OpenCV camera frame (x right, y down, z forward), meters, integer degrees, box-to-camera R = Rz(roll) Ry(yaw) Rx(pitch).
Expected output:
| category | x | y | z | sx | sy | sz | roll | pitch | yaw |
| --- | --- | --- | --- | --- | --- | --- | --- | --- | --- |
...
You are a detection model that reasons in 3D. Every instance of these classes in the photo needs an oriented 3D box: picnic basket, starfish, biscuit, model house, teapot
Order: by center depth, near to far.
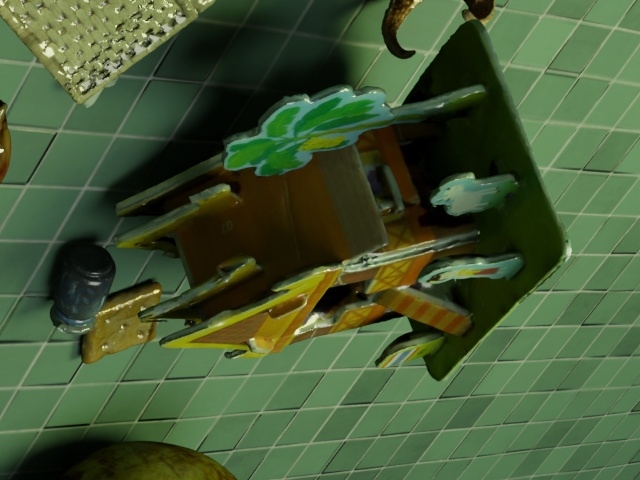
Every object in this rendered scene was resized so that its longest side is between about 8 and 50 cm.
| category | x | y | z | sx | sy | sz | roll | pitch | yaw |
| --- | --- | --- | --- | --- | --- | --- | --- | --- | --- |
| picnic basket | -0.171 | -0.223 | 1.231 | 0.154 | 0.134 | 0.196 | -34 | 149 | 0 |
| model house | 0.000 | 0.000 | 1.541 | 0.312 | 0.243 | 0.358 | -15 | 164 | -23 |
| starfish | 0.113 | -0.251 | 1.546 | 0.146 | 0.074 | 0.190 | -14 | 141 | -33 |
| teapot | -0.215 | 0.038 | 1.625 | 0.049 | 0.064 | 0.083 | 13 | 132 | -14 |
| biscuit | -0.191 | 0.080 | 1.723 | 0.081 | 0.018 | 0.083 | -19 | 144 | -28 |

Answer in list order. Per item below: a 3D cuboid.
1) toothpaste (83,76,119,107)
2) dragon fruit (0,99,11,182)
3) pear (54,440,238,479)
| category | x | y | z | sx | sy | sz | roll | pitch | yaw |
| --- | --- | --- | --- | --- | --- | --- | --- | --- | --- |
| toothpaste | -0.144 | -0.187 | 1.406 | 0.049 | 0.031 | 0.204 | -2 | 132 | -47 |
| dragon fruit | -0.329 | -0.051 | 1.208 | 0.250 | 0.250 | 0.315 | -26 | 165 | -20 |
| pear | -0.192 | 0.340 | 1.840 | 0.283 | 0.283 | 0.284 | -27 | 148 | -19 |
